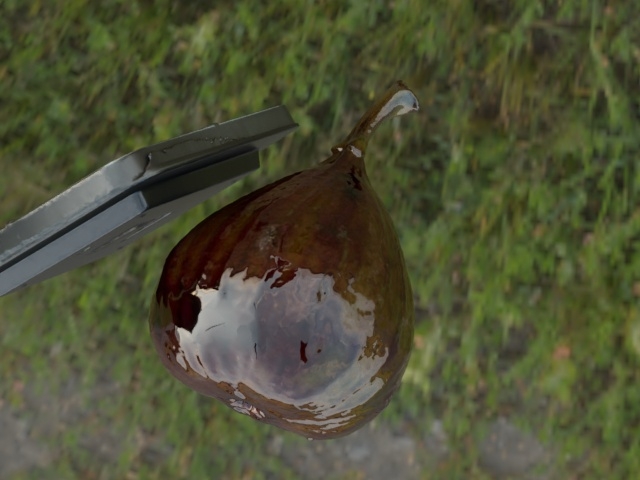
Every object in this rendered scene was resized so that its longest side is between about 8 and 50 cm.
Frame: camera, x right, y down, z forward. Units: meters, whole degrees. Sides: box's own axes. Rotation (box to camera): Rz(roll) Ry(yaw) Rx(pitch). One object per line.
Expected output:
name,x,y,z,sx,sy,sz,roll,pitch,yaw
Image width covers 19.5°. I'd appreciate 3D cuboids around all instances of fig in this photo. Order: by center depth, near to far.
fig,0.000,0.000,1.560,0.217,0.321,0.217,20,156,9

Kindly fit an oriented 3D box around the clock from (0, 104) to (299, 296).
clock,-0.176,-0.025,1.606,0.279,0.273,0.049,-28,88,32
